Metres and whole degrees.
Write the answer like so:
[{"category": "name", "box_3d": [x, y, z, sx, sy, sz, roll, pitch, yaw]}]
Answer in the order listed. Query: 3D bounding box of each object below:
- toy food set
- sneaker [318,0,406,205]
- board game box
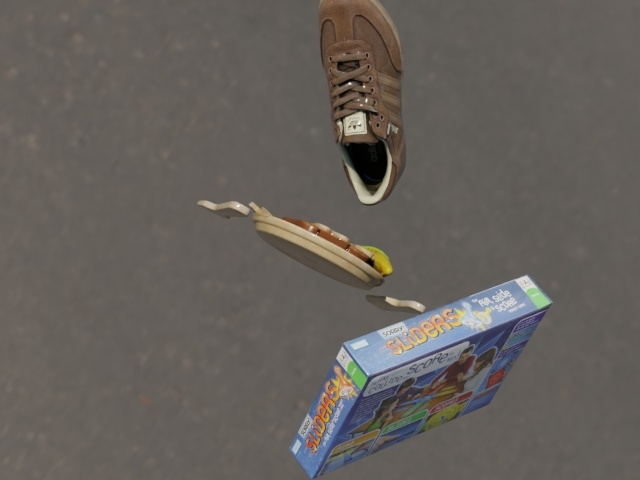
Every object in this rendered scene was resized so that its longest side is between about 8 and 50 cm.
[{"category": "toy food set", "box_3d": [0.000, 0.000, 1.472, 0.192, 0.132, 0.039, 29, 82, -16]}, {"category": "sneaker", "box_3d": [0.038, -0.116, 1.459, 0.066, 0.188, 0.071, -7, 33, 13]}, {"category": "board game box", "box_3d": [0.081, 0.108, 1.410, 0.201, 0.136, 0.035, -17, 57, -38]}]
